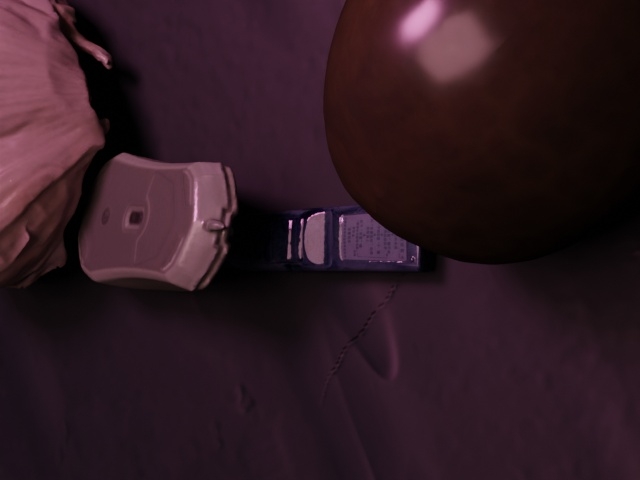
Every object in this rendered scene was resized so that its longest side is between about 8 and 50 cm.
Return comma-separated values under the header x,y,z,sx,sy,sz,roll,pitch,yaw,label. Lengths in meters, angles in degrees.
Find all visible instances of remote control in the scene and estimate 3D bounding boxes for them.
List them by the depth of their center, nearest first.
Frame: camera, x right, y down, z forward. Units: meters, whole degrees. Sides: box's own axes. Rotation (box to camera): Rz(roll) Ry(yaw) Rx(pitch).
x,y,z,sx,sy,sz,roll,pitch,yaw,label
0.001,0.000,1.009,0.152,0.027,0.044,-3,79,34,remote control

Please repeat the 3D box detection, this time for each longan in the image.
x,y,z,sx,sy,sz,roll,pitch,yaw,label
0.097,-0.085,0.851,0.212,0.198,0.198,-45,61,48,longan

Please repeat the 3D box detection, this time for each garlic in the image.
x,y,z,sx,sy,sz,roll,pitch,yaw,label
-0.245,-0.087,1.116,0.178,0.142,0.229,-28,56,42,garlic

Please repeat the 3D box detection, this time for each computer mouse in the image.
x,y,z,sx,sy,sz,roll,pitch,yaw,label
-0.094,-0.010,1.044,0.181,0.056,0.089,3,84,57,computer mouse
